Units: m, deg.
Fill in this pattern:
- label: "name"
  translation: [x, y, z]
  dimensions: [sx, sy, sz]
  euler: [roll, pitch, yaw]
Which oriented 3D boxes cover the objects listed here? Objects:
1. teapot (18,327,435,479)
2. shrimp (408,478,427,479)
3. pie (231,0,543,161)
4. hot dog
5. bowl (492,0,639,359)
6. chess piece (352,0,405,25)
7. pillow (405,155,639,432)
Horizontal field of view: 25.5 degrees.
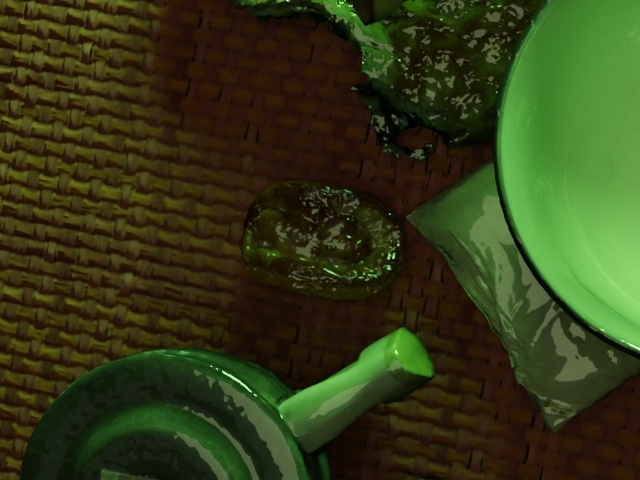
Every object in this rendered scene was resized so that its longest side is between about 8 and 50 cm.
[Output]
- label: "teapot"
  translation: [-0.075, 0.163, 1.155]
  dimensions: [0.239, 0.239, 0.321]
  euler: [31, 100, 11]
- label: "shrimp"
  translation: [0.051, 0.290, 1.212]
  dimensions: [0.073, 0.075, 0.190]
  euler: [23, 106, -20]
- label: "pie"
  translation: [0.061, -0.259, 1.215]
  dimensions: [0.371, 0.078, 0.296]
  euler: [39, 98, 9]
- label: "hot dog"
  translation: [0.000, 0.002, 1.229]
  dimensions: [0.147, 0.065, 0.099]
  euler: [13, 82, 15]
- label: "bowl"
  translation: [0.320, -0.063, 1.081]
  dimensions: [0.354, 0.185, 0.354]
  euler: [-3, 79, 18]
- label: "chess piece"
  translation: [0.142, -0.291, 1.114]
  dimensions: [0.301, 0.137, 0.137]
  euler: [-24, 84, -3]
- label: "pillow"
  translation: [0.191, 0.029, 1.195]
  dimensions: [0.148, 0.050, 0.230]
  euler: [-33, 82, 3]
